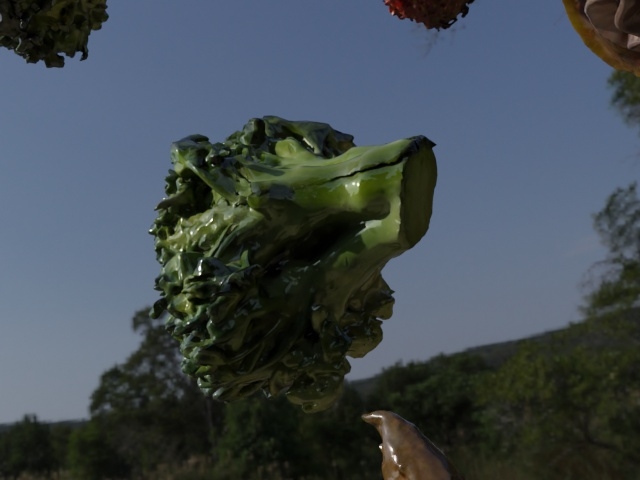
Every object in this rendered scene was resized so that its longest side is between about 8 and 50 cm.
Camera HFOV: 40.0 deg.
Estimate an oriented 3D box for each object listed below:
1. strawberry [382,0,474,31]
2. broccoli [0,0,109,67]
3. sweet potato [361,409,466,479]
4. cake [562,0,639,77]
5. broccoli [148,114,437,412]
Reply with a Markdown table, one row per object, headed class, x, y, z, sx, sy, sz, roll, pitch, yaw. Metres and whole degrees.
| class | x | y | z | sx | sy | sz | roll | pitch | yaw |
| --- | --- | --- | --- | --- | --- | --- | --- | --- | --- |
| strawberry | 0.148 | -0.474 | 1.292 | 0.233 | 0.306 | 0.138 | -28 | -17 | -8 |
| broccoli | -0.372 | -0.360 | 0.983 | 0.272 | 0.334 | 0.324 | -48 | -15 | 30 |
| sweet potato | 0.077 | 0.208 | 0.304 | 0.072 | 0.315 | 0.066 | -27 | -6 | 4 |
| cake | 0.277 | -0.222 | 0.721 | 0.178 | 0.185 | 0.207 | -28 | -2 | -33 |
| broccoli | 0.000 | 0.000 | 0.715 | 0.245 | 0.288 | 0.248 | -11 | -27 | 34 |
